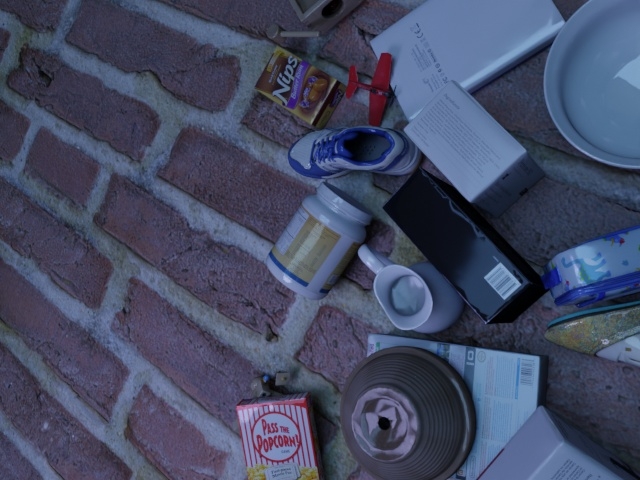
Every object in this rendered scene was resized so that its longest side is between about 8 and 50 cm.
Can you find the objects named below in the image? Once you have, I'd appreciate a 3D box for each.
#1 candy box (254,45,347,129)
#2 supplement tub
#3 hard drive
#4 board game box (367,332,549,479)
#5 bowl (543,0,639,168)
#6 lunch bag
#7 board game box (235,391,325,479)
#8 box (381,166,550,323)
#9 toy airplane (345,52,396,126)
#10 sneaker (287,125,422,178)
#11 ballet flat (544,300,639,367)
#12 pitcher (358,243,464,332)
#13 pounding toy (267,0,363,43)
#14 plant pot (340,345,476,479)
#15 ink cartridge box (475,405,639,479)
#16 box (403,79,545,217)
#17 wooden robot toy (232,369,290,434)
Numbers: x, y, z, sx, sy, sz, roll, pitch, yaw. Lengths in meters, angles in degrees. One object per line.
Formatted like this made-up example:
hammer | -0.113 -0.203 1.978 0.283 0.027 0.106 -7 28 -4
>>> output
candy box | -0.046 -0.331 1.326 0.186 0.053 0.109 37 102 29
supplement tub | 0.000 0.000 1.202 0.144 0.144 0.200 40 102 27
hard drive | 0.270 -0.385 1.162 0.318 0.040 0.210 -30 70 23
board game box | 0.226 0.289 1.066 0.303 0.097 0.224 4 85 28
bowl | 0.513 -0.245 0.955 0.297 0.134 0.298 -4 81 29
lunch bag | 0.427 0.041 0.908 0.176 0.219 0.090 -15 77 9
board game box | -0.077 0.405 1.207 0.146 0.045 0.194 -10 91 12
box | 0.249 0.012 1.039 0.103 0.184 0.261 -48 64 19
toy airplane | 0.099 -0.309 1.232 0.151 0.028 0.151 18 113 51
sneaker | 0.046 -0.187 1.210 0.296 0.131 0.112 0 85 31
ballet flat | 0.517 0.130 0.908 0.348 0.123 0.123 -21 74 22
pitcher | 0.158 0.079 1.067 0.125 0.207 0.178 -46 64 16
pounding toy | -0.015 -0.487 1.303 0.206 0.094 0.181 -35 68 21
plant pot | 0.124 0.294 1.005 0.237 0.109 0.238 -4 82 29
ink cartridge box | 0.381 0.407 0.887 0.272 0.114 0.197 35 102 -3
box | 0.267 -0.152 1.051 0.119 0.181 0.182 -45 65 17
wooden robot toy | -0.122 0.324 1.287 0.173 0.076 0.079 -57 27 11
